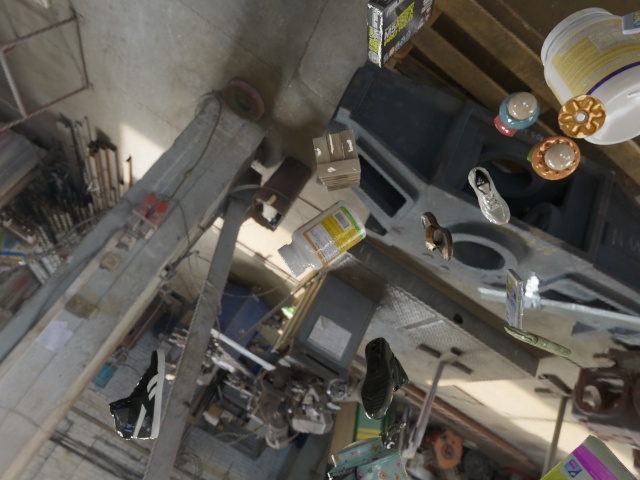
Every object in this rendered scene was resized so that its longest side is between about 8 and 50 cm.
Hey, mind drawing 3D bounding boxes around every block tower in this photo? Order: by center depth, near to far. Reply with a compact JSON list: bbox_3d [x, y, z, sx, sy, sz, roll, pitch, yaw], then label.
[{"bbox_3d":[0.045,-0.183,1.077,0.091,0.097,0.335,-10,-178,4],"label":"block tower"}]

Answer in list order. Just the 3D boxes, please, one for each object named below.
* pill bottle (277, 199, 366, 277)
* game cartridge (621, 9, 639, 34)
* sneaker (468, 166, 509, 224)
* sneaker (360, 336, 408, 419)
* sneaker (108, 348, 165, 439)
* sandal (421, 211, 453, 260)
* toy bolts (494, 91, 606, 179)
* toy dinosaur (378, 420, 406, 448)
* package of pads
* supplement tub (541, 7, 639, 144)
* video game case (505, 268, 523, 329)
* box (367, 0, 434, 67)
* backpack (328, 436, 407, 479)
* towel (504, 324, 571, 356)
[{"bbox_3d":[0.000,0.000,1.326,0.136,0.246,0.136,54,172,10],"label":"pill bottle"},{"bbox_3d":[0.729,-0.497,1.005,0.083,0.055,0.017,-7,154,37],"label":"game cartridge"},{"bbox_3d":[0.672,-0.181,1.799,0.262,0.099,0.121,63,-161,11],"label":"sneaker"},{"bbox_3d":[0.163,0.355,1.089,0.087,0.227,0.130,-31,111,21],"label":"sneaker"},{"bbox_3d":[-0.456,0.376,1.110,0.121,0.216,0.079,6,152,-22],"label":"sneaker"},{"bbox_3d":[0.320,-0.012,1.272,0.060,0.219,0.089,-11,125,-4],"label":"sandal"},{"bbox_3d":[0.534,-0.277,1.034,0.228,0.218,0.158,42,-165,10],"label":"toy bolts"},{"bbox_3d":[0.189,0.675,1.403,0.064,0.268,0.118,23,175,17],"label":"toy dinosaur"},{"bbox_3d":[0.726,0.723,1.212,0.101,0.296,0.229,33,-166,-20],"label":"package of pads"},{"bbox_3d":[0.774,-0.455,1.227,0.241,0.331,0.241,-5,145,-3],"label":"supplement tub"},{"bbox_3d":[0.691,0.215,1.595,0.023,0.193,0.212,0,-173,14],"label":"video game case"},{"bbox_3d":[0.243,-0.684,1.328,0.060,0.270,0.216,38,166,17],"label":"box"},{"bbox_3d":[0.132,0.613,1.204,0.189,0.144,0.166,-18,159,24],"label":"backpack"},{"bbox_3d":[0.541,0.252,1.119,0.110,0.027,0.148,23,177,-7],"label":"towel"}]
